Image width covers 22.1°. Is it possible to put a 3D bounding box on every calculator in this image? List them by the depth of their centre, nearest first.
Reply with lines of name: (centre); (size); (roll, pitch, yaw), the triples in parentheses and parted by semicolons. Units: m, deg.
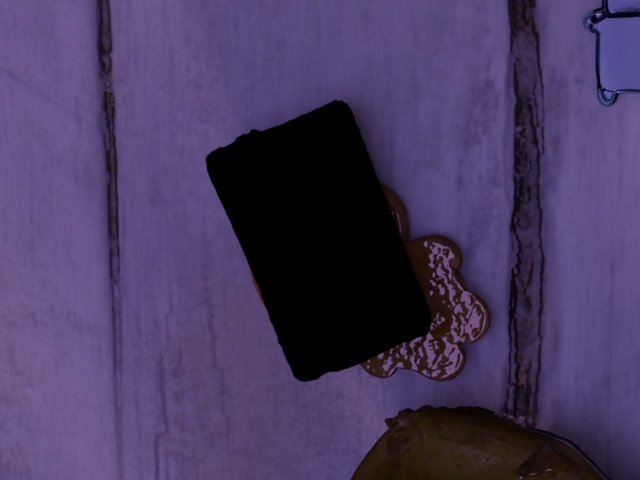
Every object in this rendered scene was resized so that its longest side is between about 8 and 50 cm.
calculator: (0.313, -0.207, 1.657); (0.094, 0.019, 0.141); (0, 97, 20)

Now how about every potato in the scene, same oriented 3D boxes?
potato: (0.149, 0.306, 1.657); (0.299, 0.196, 0.246); (20, 114, 41)

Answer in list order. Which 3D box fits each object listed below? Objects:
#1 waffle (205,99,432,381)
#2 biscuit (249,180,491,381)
waffle: (0.000, 0.000, 1.745); (0.168, 0.057, 0.274); (-23, 88, 22)
biscuit: (0.051, 0.040, 1.782); (0.288, 0.044, 0.202); (29, 105, 13)
